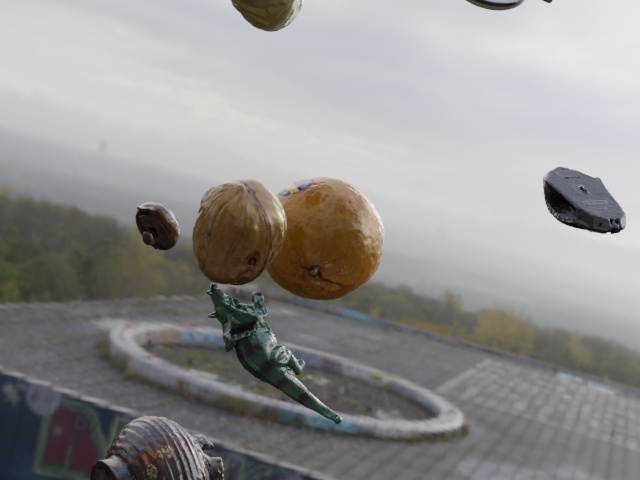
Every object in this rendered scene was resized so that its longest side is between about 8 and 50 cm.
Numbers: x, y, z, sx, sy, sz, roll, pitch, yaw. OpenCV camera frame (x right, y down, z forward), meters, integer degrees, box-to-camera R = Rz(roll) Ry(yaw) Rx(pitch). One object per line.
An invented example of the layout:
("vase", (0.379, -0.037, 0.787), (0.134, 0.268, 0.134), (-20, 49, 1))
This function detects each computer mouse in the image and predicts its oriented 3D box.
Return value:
("computer mouse", (0.382, -0.049, 1.512), (0.099, 0.057, 0.172), (0, 34, -22))

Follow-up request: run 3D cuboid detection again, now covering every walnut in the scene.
("walnut", (-0.122, -0.009, 1.558), (0.144, 0.180, 0.144), (17, 33, -12))

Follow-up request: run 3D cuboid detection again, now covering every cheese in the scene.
("cheese", (-0.067, -0.445, 1.606), (0.117, 0.225, 0.214), (15, -11, 9))

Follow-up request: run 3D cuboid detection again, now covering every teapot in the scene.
("teapot", (-0.351, -0.027, 2.178), (0.098, 0.078, 0.129), (11, -43, 25))

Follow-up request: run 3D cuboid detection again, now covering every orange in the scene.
("orange", (0.001, -0.002, 1.775), (0.219, 0.219, 0.193), (13, 18, -22))

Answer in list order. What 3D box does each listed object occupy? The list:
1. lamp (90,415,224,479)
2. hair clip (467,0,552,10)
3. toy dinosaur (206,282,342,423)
("lamp", (-0.298, 0.444, 1.919), (0.247, 0.246, 0.247), (14, 2, -1))
("hair clip", (0.359, -0.504, 2.051), (0.220, 0.054, 0.140), (-2, 43, -7))
("toy dinosaur", (-0.080, 0.178, 1.639), (0.292, 0.079, 0.120), (45, 21, -19))
